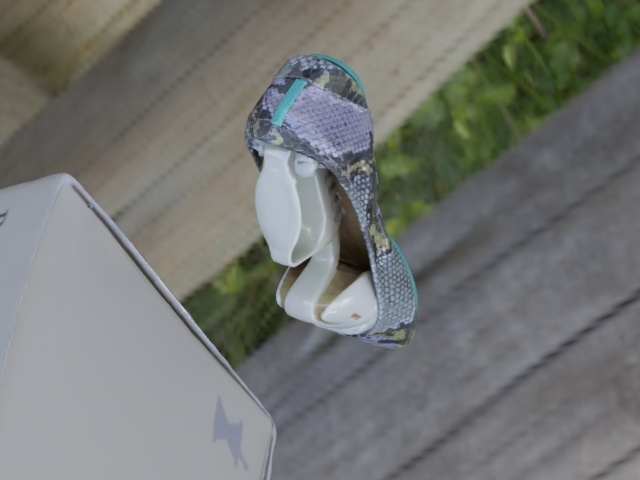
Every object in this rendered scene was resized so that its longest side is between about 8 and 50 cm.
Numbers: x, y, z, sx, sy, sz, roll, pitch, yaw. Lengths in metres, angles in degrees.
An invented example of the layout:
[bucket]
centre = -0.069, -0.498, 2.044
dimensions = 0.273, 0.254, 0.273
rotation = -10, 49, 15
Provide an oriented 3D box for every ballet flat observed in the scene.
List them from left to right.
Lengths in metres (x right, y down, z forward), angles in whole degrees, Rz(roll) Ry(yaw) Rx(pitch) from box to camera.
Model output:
[ballet flat]
centre = 0.000, 0.000, 0.553
dimensions = 0.041, 0.041, 0.114
rotation = -13, 134, 2

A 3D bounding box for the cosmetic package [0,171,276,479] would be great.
[cosmetic package]
centre = -0.177, 0.102, 0.556
dimensions = 0.296, 0.153, 0.129
rotation = -14, 135, 22
